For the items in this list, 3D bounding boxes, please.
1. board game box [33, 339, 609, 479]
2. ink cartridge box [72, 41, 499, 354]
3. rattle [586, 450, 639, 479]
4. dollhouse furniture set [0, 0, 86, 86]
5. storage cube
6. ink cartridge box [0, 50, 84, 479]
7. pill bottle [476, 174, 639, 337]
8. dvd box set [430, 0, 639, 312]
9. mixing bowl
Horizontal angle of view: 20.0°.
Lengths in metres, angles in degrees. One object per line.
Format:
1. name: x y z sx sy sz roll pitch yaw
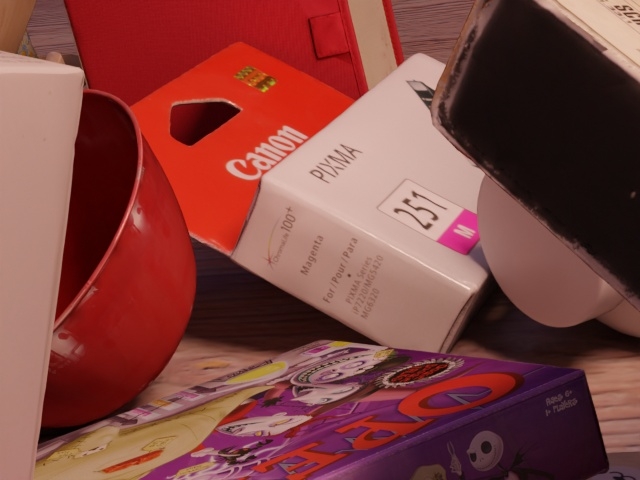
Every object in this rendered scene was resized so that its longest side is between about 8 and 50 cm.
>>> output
1. board game box: -0.091 0.115 0.675 0.347 0.056 0.208 -19 13 -27
2. ink cartridge box: 0.012 -0.053 1.051 0.239 0.060 0.275 29 27 9
3. rattle: 0.138 0.070 0.682 0.199 0.143 0.130 2 34 8
4. dollhouse furniture set: -0.230 -0.142 1.336 0.161 0.212 0.242 -3 45 15
5. storage cube: -0.055 -0.148 1.290 0.193 0.215 0.184 -9 18 12
6. ink cartridge box: -0.227 0.004 0.588 0.232 0.168 0.171 14 12 27
7. pill bottle: 0.210 -0.036 0.951 0.264 0.146 0.146 -18 22 -33
8. dvd box set: 0.277 0.009 0.606 0.420 0.062 0.307 -10 44 -45
9. mixing bowl: -0.129 0.025 0.907 0.181 0.098 0.181 -25 43 26
